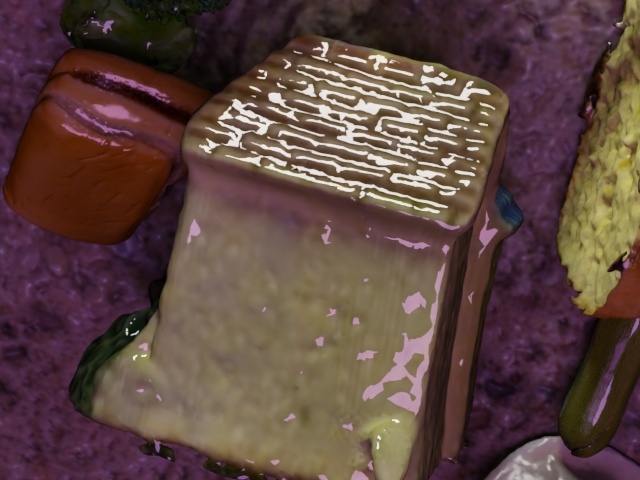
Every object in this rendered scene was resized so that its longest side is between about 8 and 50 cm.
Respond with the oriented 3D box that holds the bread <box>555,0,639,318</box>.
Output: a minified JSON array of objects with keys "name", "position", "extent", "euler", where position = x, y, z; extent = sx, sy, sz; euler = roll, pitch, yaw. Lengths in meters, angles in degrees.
[{"name":"bread","position":[0.267,-0.068,0.923],"extent":[0.147,0.160,0.260],"euler":[7,110,-10]}]

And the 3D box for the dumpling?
[{"name":"dumpling","position":[0.210,0.236,1.097],"extent":[0.111,0.181,0.155],"euler":[-18,83,47]}]

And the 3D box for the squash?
[{"name":"squash","position":[0.232,0.092,1.051],"extent":[0.052,0.052,0.183],"euler":[13,113,-4]}]

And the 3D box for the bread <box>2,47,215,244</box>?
[{"name":"bread","position":[-0.150,-0.059,0.926],"extent":[0.116,0.077,0.200],"euler":[24,154,-13]}]

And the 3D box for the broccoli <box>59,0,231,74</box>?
[{"name":"broccoli","position":[-0.139,-0.234,0.819],"extent":[0.298,0.297,0.297],"euler":[11,141,-4]}]

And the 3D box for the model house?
[{"name":"model house","position":[0.000,0.000,0.897],"extent":[0.261,0.321,0.266],"euler":[15,99,11]}]
